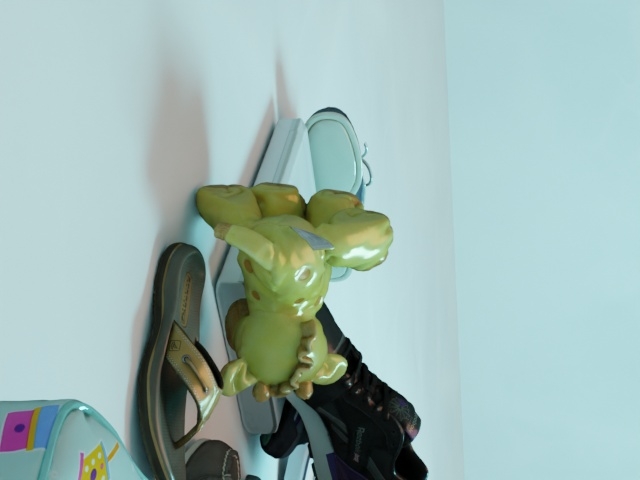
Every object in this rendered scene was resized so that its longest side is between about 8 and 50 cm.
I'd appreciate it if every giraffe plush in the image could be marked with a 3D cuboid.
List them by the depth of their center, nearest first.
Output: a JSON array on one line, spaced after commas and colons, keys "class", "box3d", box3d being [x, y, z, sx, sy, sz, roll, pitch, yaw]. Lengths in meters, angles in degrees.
[{"class": "giraffe plush", "box3d": [-0.031, 0.054, 1.207, 0.210, 0.181, 0.170, -105, -159, -72]}]

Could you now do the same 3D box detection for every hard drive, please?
[{"class": "hard drive", "box3d": [-0.048, 0.031, 1.452, 0.307, 0.040, 0.203, -75, 161, -52]}]

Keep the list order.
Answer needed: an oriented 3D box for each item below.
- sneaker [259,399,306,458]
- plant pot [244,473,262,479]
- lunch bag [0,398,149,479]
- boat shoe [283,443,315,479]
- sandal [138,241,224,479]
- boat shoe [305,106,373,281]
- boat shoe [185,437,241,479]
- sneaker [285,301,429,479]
[{"class": "sneaker", "box3d": [0.002, 0.189, 1.497, 0.083, 0.098, 0.223, -51, -174, 26]}, {"class": "plant pot", "box3d": [0.098, 0.399, 1.320, 0.341, 0.334, 0.341, -3, 90, -88]}, {"class": "lunch bag", "box3d": [-0.165, 0.229, 0.730, 0.279, 0.108, 0.224, 73, 26, -49]}, {"class": "boat shoe", "box3d": [0.002, 0.366, 1.581, 0.095, 0.084, 0.258, -38, 127, -75]}, {"class": "sandal", "box3d": [-0.109, 0.106, 1.110, 0.090, 0.060, 0.219, 67, 26, -62]}, {"class": "boat shoe", "box3d": [0.016, -0.064, 1.622, 0.079, 0.095, 0.254, -74, 161, -48]}, {"class": "boat shoe", "box3d": [-0.095, 0.284, 1.092, 0.335, 0.095, 0.112, -68, 155, -61]}, {"class": "sneaker", "box3d": [0.043, 0.163, 1.390, 0.107, 0.124, 0.283, -59, 139, -46]}]
